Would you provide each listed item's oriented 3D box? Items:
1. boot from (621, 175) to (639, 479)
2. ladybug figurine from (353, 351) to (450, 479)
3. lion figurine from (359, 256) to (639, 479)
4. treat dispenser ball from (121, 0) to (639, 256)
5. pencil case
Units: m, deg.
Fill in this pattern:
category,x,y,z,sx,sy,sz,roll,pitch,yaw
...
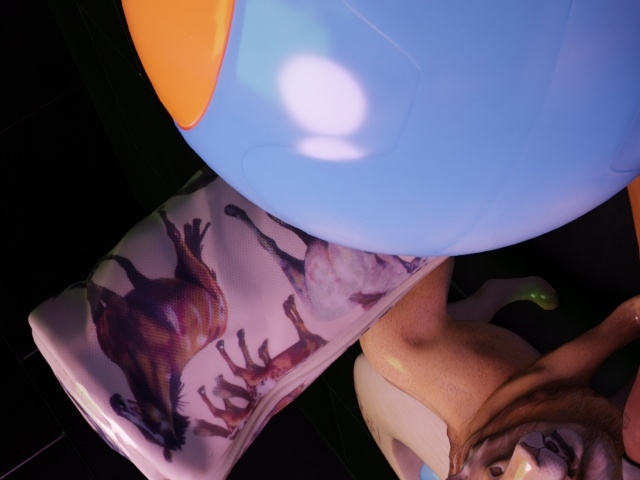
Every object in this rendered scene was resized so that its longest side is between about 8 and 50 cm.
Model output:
category,x,y,z,sx,sy,sz,roll,pitch,yaw
boot,0.230,0.018,0.567,0.264,0.096,0.280,139,131,-80
ladybug figurine,0.204,0.253,1.194,0.449,0.162,0.305,49,165,26
lion figurine,0.131,0.107,0.935,0.392,0.240,0.142,36,157,57
treat dispenser ball,0.050,-0.136,0.537,0.288,0.288,0.288,51,166,18
pencil case,0.000,0.000,0.776,0.183,0.410,0.160,40,162,30
